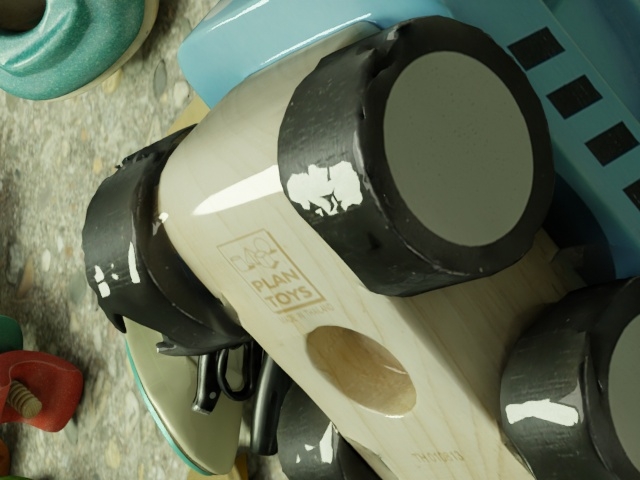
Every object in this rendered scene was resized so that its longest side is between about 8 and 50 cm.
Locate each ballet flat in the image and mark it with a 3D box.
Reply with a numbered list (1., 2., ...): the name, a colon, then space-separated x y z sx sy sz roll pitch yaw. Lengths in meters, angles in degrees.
1. ballet flat: -0.102 0.050 1.163 0.248 0.086 0.086 59 135 36

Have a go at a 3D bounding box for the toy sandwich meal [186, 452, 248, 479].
1. toy sandwich meal: -0.066 0.186 1.155 0.085 0.029 0.085 -6 82 56

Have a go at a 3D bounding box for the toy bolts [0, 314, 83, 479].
1. toy bolts: -0.325 0.158 1.364 0.158 0.218 0.228 36 113 32

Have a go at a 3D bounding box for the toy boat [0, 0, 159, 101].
1. toy boat: -0.200 -0.252 1.171 0.318 0.148 0.267 -38 103 28

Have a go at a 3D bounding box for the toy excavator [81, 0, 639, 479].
1. toy excavator: 0.074 -0.130 0.815 0.433 0.445 0.222 49 144 -16

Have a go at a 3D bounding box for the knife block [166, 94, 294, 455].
1. knife block: 0.000 0.000 1.008 0.276 0.088 0.242 -44 57 45
